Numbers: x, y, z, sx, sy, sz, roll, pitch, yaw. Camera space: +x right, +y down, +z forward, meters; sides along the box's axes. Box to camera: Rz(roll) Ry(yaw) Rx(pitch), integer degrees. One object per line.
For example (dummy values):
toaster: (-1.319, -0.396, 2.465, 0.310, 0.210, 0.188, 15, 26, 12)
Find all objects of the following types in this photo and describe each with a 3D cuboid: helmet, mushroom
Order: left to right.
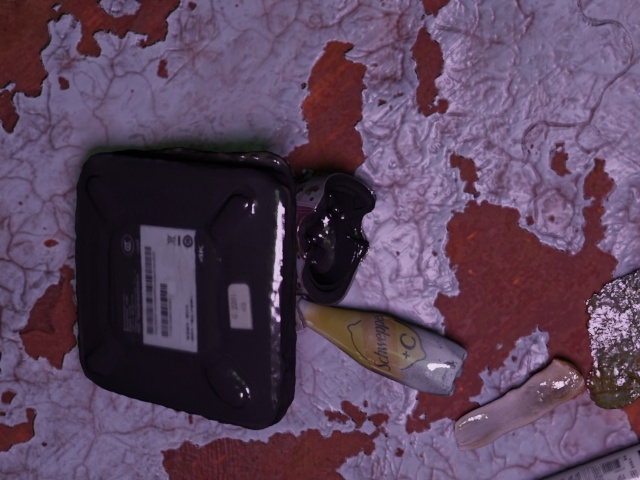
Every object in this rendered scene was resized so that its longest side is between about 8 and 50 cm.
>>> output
helmet: (-0.011, -0.010, 1.422, 0.107, 0.153, 0.176, 17, 103, 32)
mushroom: (0.271, 0.230, 1.456, 0.202, 0.054, 0.059, -35, 85, 16)

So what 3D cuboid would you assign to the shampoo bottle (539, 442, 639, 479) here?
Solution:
shampoo bottle: (0.348, 0.355, 1.438, 0.262, 0.085, 0.085, -23, 93, 11)

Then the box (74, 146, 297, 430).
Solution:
box: (-0.183, 0.055, 1.412, 0.350, 0.091, 0.359, 7, 101, 33)

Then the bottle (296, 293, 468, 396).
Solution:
bottle: (0.066, 0.136, 1.455, 0.270, 0.083, 0.083, 20, 99, 13)

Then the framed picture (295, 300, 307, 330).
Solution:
framed picture: (-0.143, 0.036, 1.480, 0.184, 0.016, 0.250, -23, 93, 26)

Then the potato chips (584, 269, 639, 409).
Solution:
potato chips: (0.417, 0.126, 1.433, 0.142, 0.026, 0.209, 35, 100, 5)
